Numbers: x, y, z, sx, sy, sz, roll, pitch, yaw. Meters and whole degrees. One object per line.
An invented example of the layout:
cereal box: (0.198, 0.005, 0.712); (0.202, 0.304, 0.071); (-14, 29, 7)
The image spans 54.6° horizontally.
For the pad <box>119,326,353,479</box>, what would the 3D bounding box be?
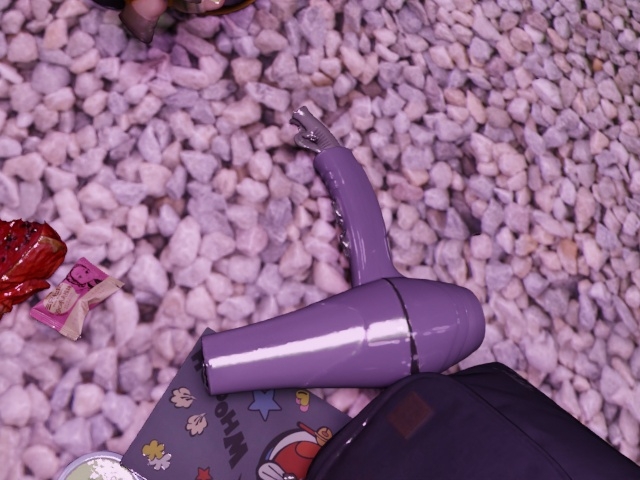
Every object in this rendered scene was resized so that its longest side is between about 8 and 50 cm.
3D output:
pad: (-0.057, 0.220, 0.641); (0.245, 0.006, 0.170); (34, 56, -4)

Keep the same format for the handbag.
handbag: (0.141, 0.228, 0.539); (0.274, 0.302, 0.178); (-2, 111, -24)

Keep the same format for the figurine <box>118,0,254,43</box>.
figurine: (-0.148, -0.344, 0.707); (0.167, 0.192, 0.257); (38, 35, -4)

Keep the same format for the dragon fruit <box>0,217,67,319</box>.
dragon fruit: (-0.323, 0.044, 0.637); (0.097, 0.063, 0.131); (12, 66, 24)

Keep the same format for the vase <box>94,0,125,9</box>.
vase: (-0.239, -0.393, 0.785); (0.059, 0.060, 0.212); (17, 69, -9)

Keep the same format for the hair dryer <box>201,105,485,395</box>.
hair dryer: (0.000, 0.000, 0.712); (0.300, 0.121, 0.361); (-7, 64, -14)

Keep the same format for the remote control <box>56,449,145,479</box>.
remote control: (-0.167, 0.311, 0.585); (0.087, 0.047, 0.244); (-31, 83, -18)

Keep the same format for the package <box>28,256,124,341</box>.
package: (-0.255, 0.060, 0.653); (0.059, 0.029, 0.083); (30, 57, 5)
